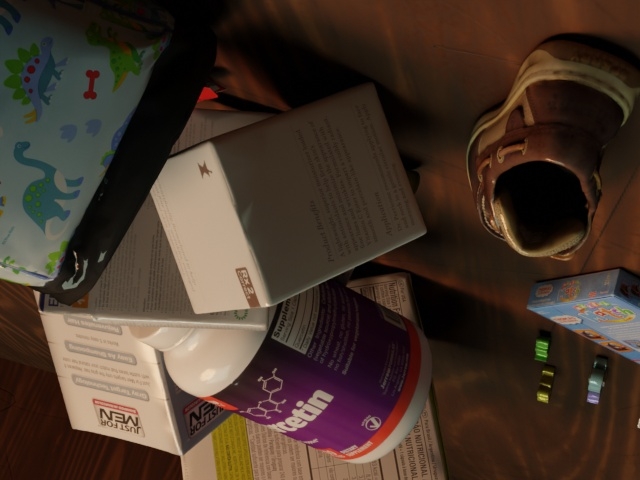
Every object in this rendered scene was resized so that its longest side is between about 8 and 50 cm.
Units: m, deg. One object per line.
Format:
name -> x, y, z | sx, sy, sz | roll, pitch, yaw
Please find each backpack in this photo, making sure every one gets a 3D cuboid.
backpack -> -0.293, -0.122, 1.012 | 0.355, 0.290, 0.273 | 29, -173, -16

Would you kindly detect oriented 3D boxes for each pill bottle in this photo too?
pill bottle -> -0.044, 0.114, 1.396 | 0.323, 0.182, 0.181 | 28, 161, -29

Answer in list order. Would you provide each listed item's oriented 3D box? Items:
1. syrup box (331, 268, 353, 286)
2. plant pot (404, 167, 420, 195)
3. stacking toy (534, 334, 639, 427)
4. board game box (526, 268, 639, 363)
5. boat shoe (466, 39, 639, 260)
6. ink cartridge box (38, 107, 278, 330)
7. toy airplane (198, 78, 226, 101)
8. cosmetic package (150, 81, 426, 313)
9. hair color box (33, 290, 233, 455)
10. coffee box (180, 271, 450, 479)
syrup box -> 0.000, 0.000, 1.470 | 0.096, 0.093, 0.237 | 19, 163, -1
plant pot -> 0.044, -0.060, 1.283 | 0.079, 0.083, 0.083 | 38, 157, -18
stacking toy -> 0.383, 0.199, 1.762 | 0.166, 0.052, 0.221 | 13, 162, 17
board game box -> 0.373, 0.098, 1.478 | 0.211, 0.039, 0.160 | 25, 162, -22
boat shoe -> 0.183, -0.045, 1.087 | 0.123, 0.123, 0.342 | 18, 163, 1
ink cartridge box -> -0.156, -0.024, 1.257 | 0.223, 0.223, 0.045 | 4, 167, -3
toy airplane -> -0.158, -0.170, 1.220 | 0.151, 0.028, 0.151 | 18, 165, 5
cosmetic package -> -0.034, -0.037, 1.157 | 0.183, 0.151, 0.151 | -23, -174, -31
hair color box -> -0.234, 0.052, 1.481 | 0.185, 0.113, 0.375 | 7, 118, 35
coffee box -> -0.008, 0.270, 1.738 | 0.334, 0.338, 0.338 | -10, 161, 0
